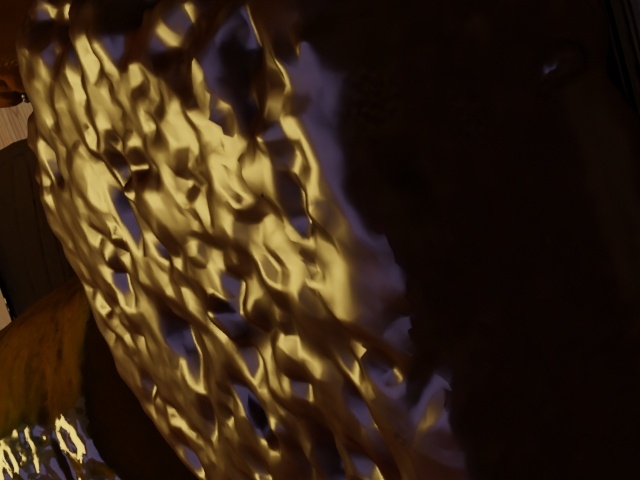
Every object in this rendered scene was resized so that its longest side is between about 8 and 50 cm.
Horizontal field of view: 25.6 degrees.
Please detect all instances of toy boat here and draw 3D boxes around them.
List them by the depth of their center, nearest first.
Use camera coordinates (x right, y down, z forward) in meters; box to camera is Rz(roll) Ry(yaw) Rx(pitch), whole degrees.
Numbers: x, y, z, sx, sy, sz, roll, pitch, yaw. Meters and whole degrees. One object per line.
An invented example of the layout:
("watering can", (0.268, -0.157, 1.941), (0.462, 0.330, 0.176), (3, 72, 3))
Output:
("toy boat", (-0.213, 0.063, 1.241), (0.321, 0.121, 0.089), (71, 161, -1))

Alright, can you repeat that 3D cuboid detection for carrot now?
("carrot", (-0.156, 0.153, 1.015), (0.340, 0.241, 0.241), (-36, 82, 40))

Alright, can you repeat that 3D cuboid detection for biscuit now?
("biscuit", (0.000, 0.000, 0.712), (0.395, 0.166, 0.343), (8, 125, 60))

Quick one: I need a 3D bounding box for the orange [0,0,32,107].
("orange", (-0.239, -0.171, 0.988), (0.177, 0.177, 0.155), (106, 157, -58))
